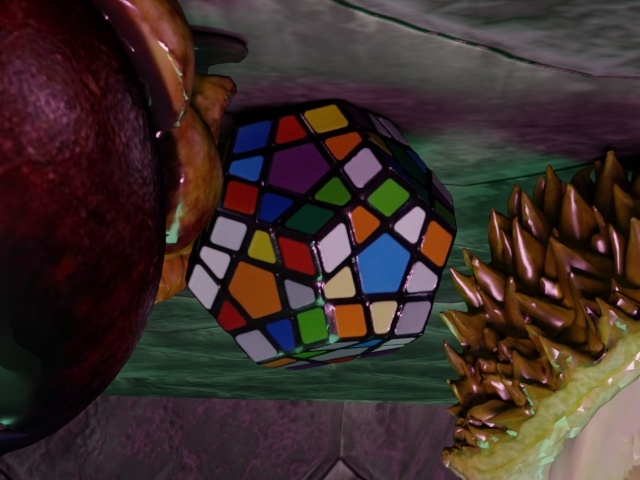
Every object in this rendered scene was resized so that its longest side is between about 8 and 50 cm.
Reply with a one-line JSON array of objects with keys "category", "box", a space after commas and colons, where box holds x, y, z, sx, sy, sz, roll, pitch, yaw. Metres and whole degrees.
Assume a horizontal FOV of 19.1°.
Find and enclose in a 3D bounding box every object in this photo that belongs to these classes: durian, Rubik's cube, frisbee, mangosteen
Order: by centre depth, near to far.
[{"category": "mangosteen", "box": [-0.121, -0.027, 0.641, 0.230, 0.194, 0.194, -35, -164, -37]}, {"category": "frisbee", "box": [-0.082, -0.061, 0.865, 0.211, 0.012, 0.187, -8, 167, 40]}, {"category": "Rubik's cube", "box": [0.000, 0.000, 0.883, 0.133, 0.133, 0.112, 8, -172, -35]}, {"category": "durian", "box": [0.219, 0.055, 0.950, 0.163, 0.198, 0.394, -9, 168, 44]}]

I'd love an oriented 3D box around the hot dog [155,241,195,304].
[{"category": "hot dog", "box": [-0.155, -0.008, 0.951, 0.227, 0.099, 0.160, 6, 169, -12]}]
